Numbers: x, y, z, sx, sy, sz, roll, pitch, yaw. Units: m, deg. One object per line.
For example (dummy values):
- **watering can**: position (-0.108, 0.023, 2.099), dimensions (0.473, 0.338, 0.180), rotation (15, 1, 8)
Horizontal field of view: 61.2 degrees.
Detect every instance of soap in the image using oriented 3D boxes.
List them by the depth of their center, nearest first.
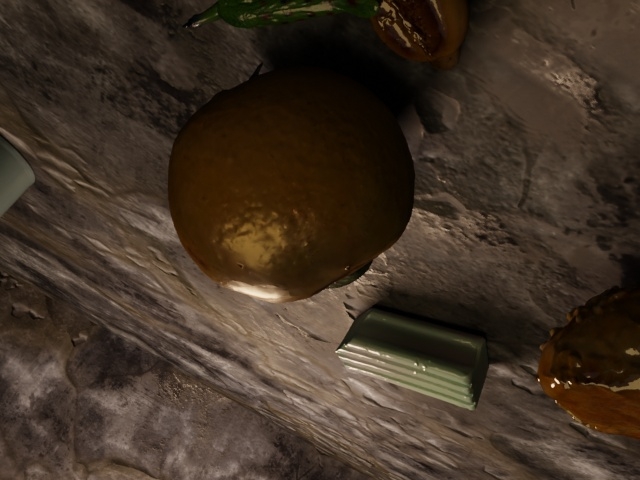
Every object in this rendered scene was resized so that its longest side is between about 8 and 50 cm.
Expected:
- **soap**: position (0.176, 0.225, 1.071), dimensions (0.289, 0.095, 0.173), rotation (12, 149, 28)

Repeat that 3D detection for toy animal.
- **toy animal**: position (-0.034, -0.234, 0.520), dimensions (0.216, 0.075, 0.041), rotation (7, 146, 26)

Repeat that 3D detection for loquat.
- **loquat**: position (-0.037, -0.068, 0.621), dimensions (0.274, 0.275, 0.275), rotation (21, 151, 12)

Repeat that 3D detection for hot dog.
- **hot dog**: position (0.088, -0.207, 0.476), dimensions (0.089, 0.060, 0.140), rotation (-6, 130, 53)

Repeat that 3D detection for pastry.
- **pastry**: position (0.433, 0.154, 0.656), dimensions (0.310, 0.162, 0.255), rotation (9, 148, 28)

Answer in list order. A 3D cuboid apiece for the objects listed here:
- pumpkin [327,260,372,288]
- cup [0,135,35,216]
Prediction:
- **pumpkin**: position (0.000, 0.002, 0.824), dimensions (0.167, 0.125, 0.167), rotation (1, 155, 0)
- **cup**: position (-0.832, -0.106, 1.178), dimensions (0.256, 0.311, 0.331), rotation (41, 149, -24)
